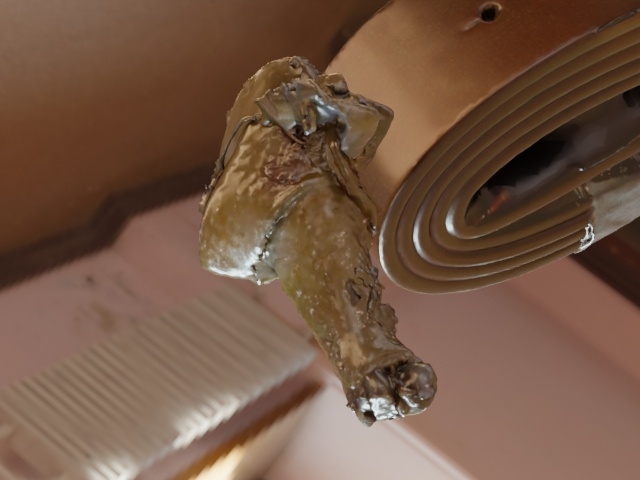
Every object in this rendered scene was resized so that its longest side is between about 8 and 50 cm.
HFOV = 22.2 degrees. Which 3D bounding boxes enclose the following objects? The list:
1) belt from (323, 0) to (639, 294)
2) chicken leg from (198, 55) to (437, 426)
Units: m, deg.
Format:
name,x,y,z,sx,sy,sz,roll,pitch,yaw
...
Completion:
name,x,y,z,sx,sy,sz,roll,pitch,yaw
belt,0.160,-0.094,1.050,0.339,0.122,0.217,-26,143,-14
chicken leg,-0.005,0.001,0.850,0.080,0.196,0.125,-4,175,-43
